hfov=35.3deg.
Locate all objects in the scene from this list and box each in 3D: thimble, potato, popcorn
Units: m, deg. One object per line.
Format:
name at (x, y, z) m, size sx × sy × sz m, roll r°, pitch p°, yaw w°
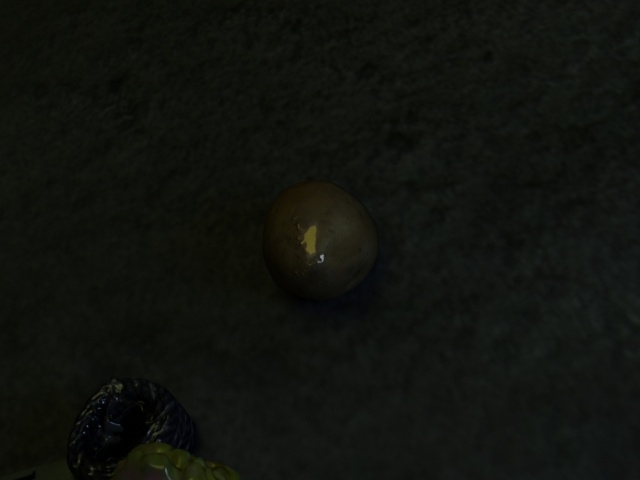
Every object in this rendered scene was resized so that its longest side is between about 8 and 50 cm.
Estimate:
thimble at (-0.160, 0.173, 0.859) m, size 0.095 × 0.066 × 0.104 m, roll -4°, pitch 47°, yaw 20°
potato at (-0.001, -0.002, 0.955) m, size 0.112 × 0.112 × 0.147 m, roll -21°, pitch 34°, yaw 0°
popcorn at (-0.123, 0.225, 0.749) m, size 0.126 × 0.126 × 0.145 m, roll -4°, pitch 70°, yaw 39°

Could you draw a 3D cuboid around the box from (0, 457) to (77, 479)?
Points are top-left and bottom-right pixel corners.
box at (-0.246, 0.266, 0.817) m, size 0.115 × 0.035 × 0.177 m, roll -19°, pitch 41°, yaw 1°
